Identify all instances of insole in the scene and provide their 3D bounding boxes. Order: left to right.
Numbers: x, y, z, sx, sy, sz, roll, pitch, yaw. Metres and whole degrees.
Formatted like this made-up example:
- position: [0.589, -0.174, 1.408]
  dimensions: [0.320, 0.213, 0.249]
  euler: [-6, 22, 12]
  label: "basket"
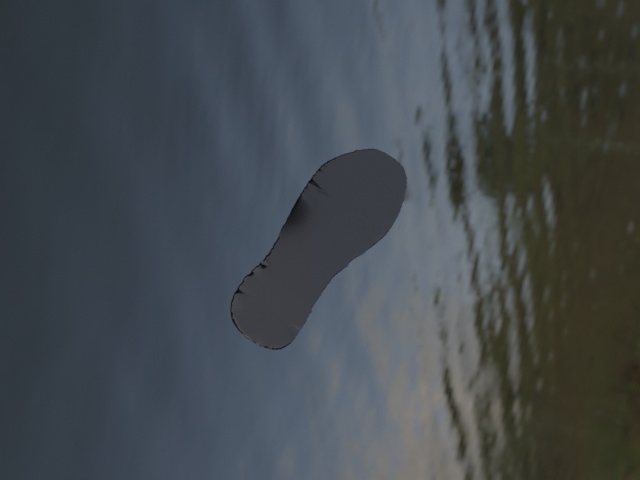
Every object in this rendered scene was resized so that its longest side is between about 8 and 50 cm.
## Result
- position: [0.000, 0.000, 1.259]
  dimensions: [0.253, 0.086, 0.005]
  euler: [-51, 180, -36]
  label: "insole"
